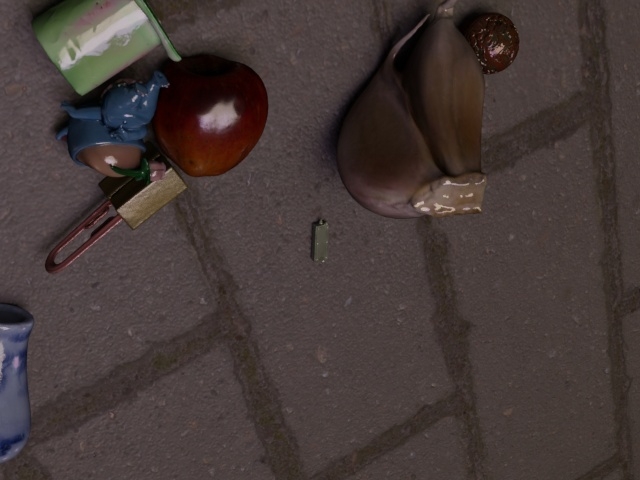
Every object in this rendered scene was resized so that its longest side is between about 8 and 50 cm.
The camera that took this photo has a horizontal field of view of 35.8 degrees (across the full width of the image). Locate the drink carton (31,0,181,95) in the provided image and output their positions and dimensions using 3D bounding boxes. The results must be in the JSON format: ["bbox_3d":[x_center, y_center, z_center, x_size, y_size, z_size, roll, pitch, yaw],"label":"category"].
[{"bbox_3d":[-0.284,-0.273,1.276,0.142,0.144,0.146,-33,129,2],"label":"drink carton"}]

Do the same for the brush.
[{"bbox_3d":[-0.305,-0.037,1.415,0.233,0.103,0.047,-40,128,-3],"label":"brush"}]

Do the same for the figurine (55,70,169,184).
[{"bbox_3d":[-0.267,-0.143,1.329,0.178,0.144,0.114,-40,165,35],"label":"figurine"}]

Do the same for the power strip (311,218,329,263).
[{"bbox_3d":[0.000,0.000,1.668,0.027,0.017,0.083,-13,123,-25],"label":"power strip"}]

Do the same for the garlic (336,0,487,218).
[{"bbox_3d":[0.136,-0.197,1.523,0.231,0.246,0.340,-2,87,4],"label":"garlic"}]

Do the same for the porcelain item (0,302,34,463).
[{"bbox_3d":[-0.485,0.225,1.445,0.141,0.141,0.259,8,103,-33],"label":"porcelain item"}]

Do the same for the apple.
[{"bbox_3d":[-0.155,-0.172,1.400,0.156,0.147,0.158,-25,131,-43],"label":"apple"}]

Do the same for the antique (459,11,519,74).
[{"bbox_3d":[0.273,-0.317,1.595,0.104,0.104,0.104,-14,123,-23],"label":"antique"}]
